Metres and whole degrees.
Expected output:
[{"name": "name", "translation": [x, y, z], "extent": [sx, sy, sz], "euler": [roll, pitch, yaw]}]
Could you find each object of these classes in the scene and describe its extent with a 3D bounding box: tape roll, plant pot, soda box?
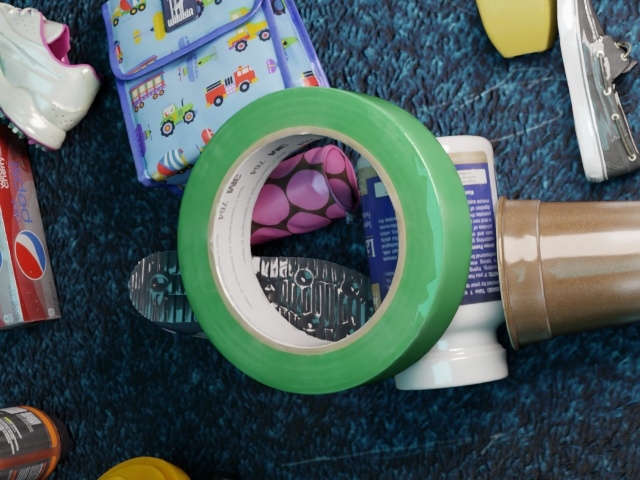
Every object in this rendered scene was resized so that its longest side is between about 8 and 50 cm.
[{"name": "tape roll", "translation": [0.000, 0.000, 1.452], "extent": [0.321, 0.077, 0.321], "euler": [1, 91, 29]}, {"name": "plant pot", "translation": [0.280, 0.026, 1.455], "extent": [0.165, 0.167, 0.167], "euler": [-6, 88, 14]}, {"name": "plant pot", "translation": [0.223, -0.246, 1.514], "extent": [0.082, 0.081, 0.083], "euler": [-9, 99, 22]}, {"name": "soda box", "translation": [-0.414, -0.016, 1.764], "extent": [0.083, 0.092, 0.263], "euler": [-15, 85, 23]}]

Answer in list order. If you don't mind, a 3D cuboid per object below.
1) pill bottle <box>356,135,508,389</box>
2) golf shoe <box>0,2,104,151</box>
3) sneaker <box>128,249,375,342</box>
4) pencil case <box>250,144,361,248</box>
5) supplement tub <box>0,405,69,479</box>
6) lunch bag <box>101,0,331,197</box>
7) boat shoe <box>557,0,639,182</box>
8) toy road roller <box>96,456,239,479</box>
[{"name": "pill bottle", "translation": [0.129, 0.026, 1.511], "extent": [0.153, 0.153, 0.264], "euler": [-8, 87, 22]}, {"name": "golf shoe", "translation": [-0.399, -0.258, 1.759], "extent": [0.140, 0.115, 0.306], "euler": [-43, 82, 6]}, {"name": "sneaker", "translation": [-0.061, 0.075, 1.624], "extent": [0.319, 0.131, 0.112], "euler": [11, 79, 1]}, {"name": "pencil case", "translation": [-0.055, -0.035, 1.620], "extent": [0.209, 0.098, 0.095], "euler": [-18, 65, 24]}, {"name": "supplement tub", "translation": [-0.392, 0.261, 1.699], "extent": [0.106, 0.198, 0.106], "euler": [0, 89, 23]}, {"name": "lunch bag", "translation": [-0.132, -0.227, 1.648], "extent": [0.221, 0.138, 0.293], "euler": [-28, 68, 20]}, {"name": "boat shoe", "translation": [0.305, -0.178, 1.481], "extent": [0.076, 0.080, 0.228], "euler": [-9, 88, 16]}, {"name": "toy road roller", "translation": [-0.199, 0.405, 1.562], "extent": [0.202, 0.240, 0.329], "euler": [-30, 52, 20]}]
